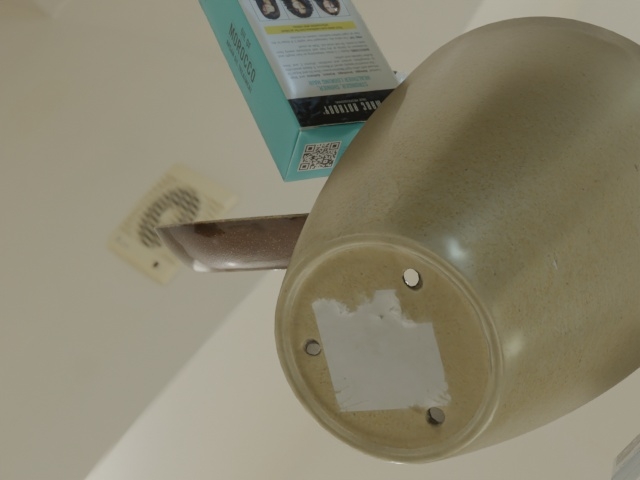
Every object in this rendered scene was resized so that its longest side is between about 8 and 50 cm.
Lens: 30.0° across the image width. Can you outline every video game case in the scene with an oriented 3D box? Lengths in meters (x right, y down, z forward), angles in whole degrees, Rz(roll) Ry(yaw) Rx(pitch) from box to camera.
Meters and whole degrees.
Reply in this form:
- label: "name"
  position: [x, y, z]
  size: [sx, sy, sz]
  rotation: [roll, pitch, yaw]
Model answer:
- label: "video game case"
  position: [0.387, 0.188, 1.286]
  size: [0.022, 0.173, 0.190]
  rotation: [44, -82, 13]

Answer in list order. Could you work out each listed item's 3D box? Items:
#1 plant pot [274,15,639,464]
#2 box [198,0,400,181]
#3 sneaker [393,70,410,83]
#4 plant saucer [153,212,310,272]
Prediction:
- label: "plant pot"
  position: [0.092, 0.016, 0.712]
  size: [0.256, 0.256, 0.274]
  rotation: [-7, -165, 30]
- label: "box"
  position: [-0.021, -0.160, 0.954]
  size: [0.100, 0.060, 0.244]
  rotation: [-9, -126, -24]
- label: "sneaker"
  position: [0.103, -0.080, 1.327]
  size: [0.081, 0.211, 0.080]
  rotation: [5, -167, 9]
- label: "plant saucer"
  position: [0.000, 0.000, 1.128]
  size: [0.310, 0.310, 0.050]
  rotation: [-3, -89, 32]
